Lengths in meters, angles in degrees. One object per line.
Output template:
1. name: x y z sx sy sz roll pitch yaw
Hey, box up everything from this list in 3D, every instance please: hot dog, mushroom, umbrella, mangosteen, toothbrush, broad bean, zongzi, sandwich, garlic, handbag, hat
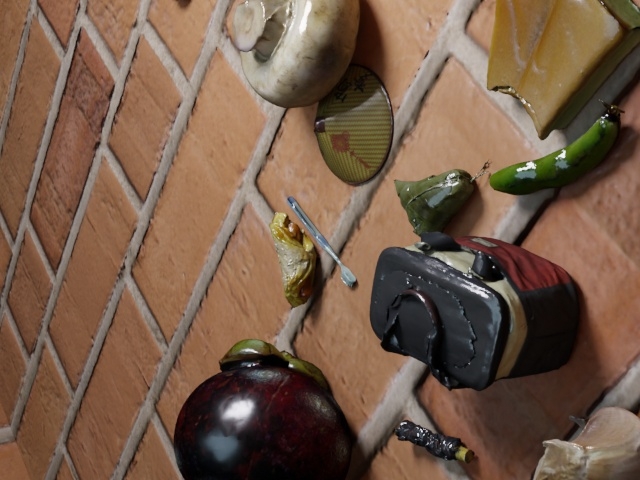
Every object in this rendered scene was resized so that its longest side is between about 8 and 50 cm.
1. hot dog: -0.038 0.027 1.706 0.061 0.078 0.169 -14 88 37
2. mushroom: -0.045 -0.326 1.568 0.255 0.184 0.255 12 105 54
3. umbrella: 0.169 0.301 1.493 0.144 0.040 0.037 11 95 51
4. mangosteen: -0.083 0.326 1.660 0.300 0.300 0.300 11 103 52
5. toothbrush: 0.000 0.000 1.696 0.219 0.016 0.019 53 142 33
6. broad bean: 0.300 -0.104 1.252 0.069 0.039 0.227 44 139 -5
7. zongzi: 0.167 -0.093 1.434 0.154 0.062 0.130 -55 40 34
8. sandwich: 0.268 -0.274 1.258 0.212 0.063 0.245 -56 51 43
9. garlic: 0.338 0.285 1.229 0.124 0.099 0.174 23 118 29
10. handbag: 0.193 0.083 1.310 0.254 0.181 0.181 25 115 48
11. hat: 0.024 -0.185 1.584 0.193 0.082 0.193 8 100 53
